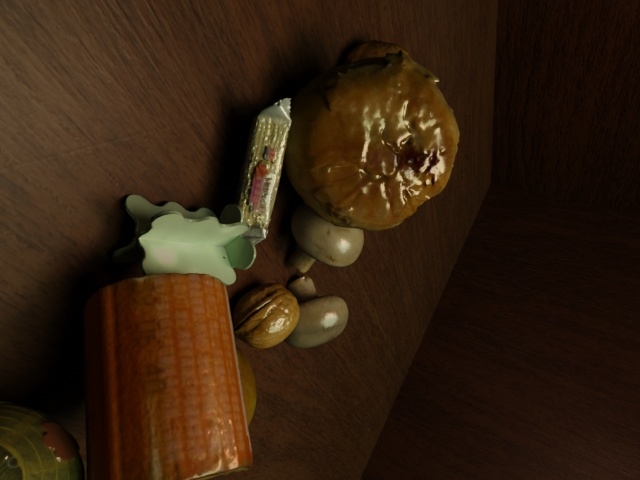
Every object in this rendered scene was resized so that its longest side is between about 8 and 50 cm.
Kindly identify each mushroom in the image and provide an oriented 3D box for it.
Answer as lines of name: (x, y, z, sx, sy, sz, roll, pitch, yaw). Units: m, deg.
mushroom: (0.000, 0.000, 1.214, 0.215, 0.207, 0.207, -49, 161, 25)
mushroom: (-0.030, 0.192, 1.285, 0.204, 0.204, 0.204, -38, 137, -46)

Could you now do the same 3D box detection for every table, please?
table: (-0.239, 0.003, 0.807, 0.198, 0.166, 0.167, 9, 98, -54)

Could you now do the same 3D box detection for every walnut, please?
walnut: (-0.129, 0.180, 1.109, 0.180, 0.144, 0.144, -24, 127, -43)

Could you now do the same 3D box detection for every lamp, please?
lamp: (-0.435, 0.343, 0.577, 0.250, 0.250, 0.284, -31, 166, -51)

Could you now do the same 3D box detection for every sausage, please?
sausage: (-0.234, 0.222, 0.706, 0.233, 0.233, 0.287, 37, 35, -61)

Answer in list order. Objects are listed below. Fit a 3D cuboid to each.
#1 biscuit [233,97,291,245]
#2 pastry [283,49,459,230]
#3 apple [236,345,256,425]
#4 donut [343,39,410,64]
biscuit: (-0.127, -0.131, 0.948, 0.186, 0.079, 0.310, -139, -120, -76)
pastry: (0.107, -0.222, 1.061, 0.245, 0.409, 0.410, -126, -134, -72)
apple: (-0.241, 0.300, 0.912, 0.236, 0.236, 0.208, -14, 106, -58)
donut: (0.161, -0.389, 1.291, 0.317, 0.150, 0.300, -12, 114, -58)
